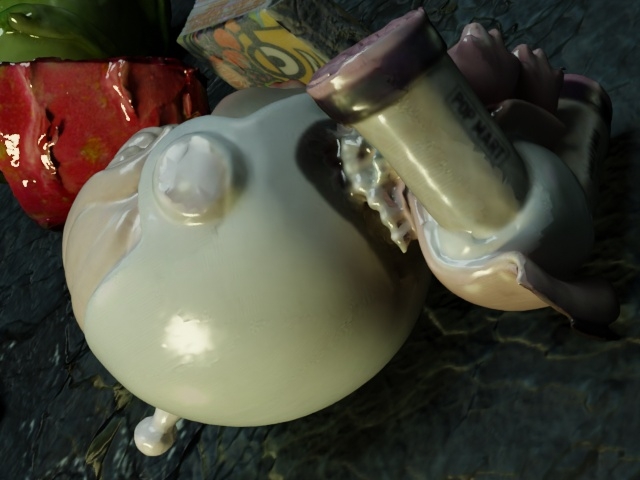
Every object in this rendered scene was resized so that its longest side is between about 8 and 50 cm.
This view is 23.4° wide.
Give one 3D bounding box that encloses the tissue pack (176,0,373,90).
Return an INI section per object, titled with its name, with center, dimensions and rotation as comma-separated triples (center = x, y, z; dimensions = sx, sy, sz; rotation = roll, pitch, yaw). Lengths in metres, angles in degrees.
[tissue pack]
center = -0.039, -0.174, 1.339
dimensions = 0.148, 0.108, 0.060
rotation = -7, 53, 54

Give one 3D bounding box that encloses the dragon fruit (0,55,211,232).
[dragon fruit]
center = -0.188, -0.088, 1.396
dimensions = 0.189, 0.163, 0.261
rotation = -67, -17, 7

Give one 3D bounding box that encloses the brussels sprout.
[brussels sprout]
center = -0.286, -0.192, 1.609
dimensions = 0.294, 0.227, 0.259
rotation = -45, 13, 27

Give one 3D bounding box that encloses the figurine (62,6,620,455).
[figurine]
center = -0.006, -0.003, 0.957
dimensions = 0.361, 0.253, 0.211
rotation = -17, 59, 36
